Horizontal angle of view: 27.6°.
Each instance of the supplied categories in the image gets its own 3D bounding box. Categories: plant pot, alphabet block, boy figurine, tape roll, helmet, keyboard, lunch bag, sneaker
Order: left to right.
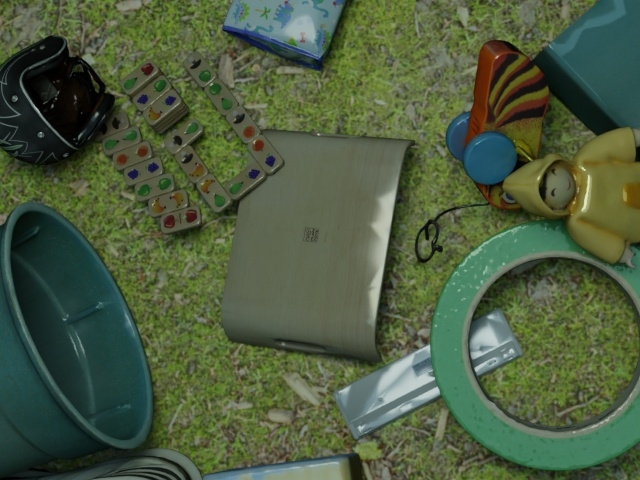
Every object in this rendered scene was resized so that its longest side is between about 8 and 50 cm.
[{"bbox_3d":[-0.446,0.171,1.680,0.334,0.341,0.341,-24,80,11],"label":"plant pot"},{"bbox_3d":[-0.387,0.368,1.666,0.447,0.257,0.169,-18,81,4],"label":"sneaker"},{"bbox_3d":[-0.382,-0.184,1.784,0.169,0.169,0.161,35,70,10],"label":"helmet"},{"bbox_3d":[-0.046,-0.323,1.801,0.151,0.096,0.129,20,85,-1],"label":"lunch bag"},{"bbox_3d":[-0.034,0.381,1.655,0.192,0.193,0.197,-8,82,7],"label":"alphabet block"},{"bbox_3d":[0.144,0.180,1.754,0.256,0.014,0.072,-27,75,2],"label":"keyboard"},{"bbox_3d":[0.303,0.133,1.684,0.321,0.077,0.321,0,87,7],"label":"tape roll"},{"bbox_3d":[0.365,-0.060,1.593,0.285,0.092,0.177,12,91,-16],"label":"boy figurine"},{"bbox_3d":[0.418,-0.204,1.702,0.165,0.166,0.234,-40,89,0],"label":"plant pot"}]

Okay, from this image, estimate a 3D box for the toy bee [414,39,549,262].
[{"bbox_3d":[0.244,-0.113,1.724,0.162,0.298,0.195,9,45,-19],"label":"toy bee"}]

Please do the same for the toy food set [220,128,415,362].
[{"bbox_3d":[0.000,0.000,1.766,0.219,0.092,0.306,7,82,19],"label":"toy food set"}]

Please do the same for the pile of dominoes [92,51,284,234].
[{"bbox_3d":[-0.196,-0.138,1.789,0.196,0.040,0.251,-39,63,1],"label":"pile of dominoes"}]

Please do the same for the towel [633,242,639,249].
[{"bbox_3d":[0.605,0.015,1.697,0.312,0.056,0.324,-41,80,0],"label":"towel"}]
